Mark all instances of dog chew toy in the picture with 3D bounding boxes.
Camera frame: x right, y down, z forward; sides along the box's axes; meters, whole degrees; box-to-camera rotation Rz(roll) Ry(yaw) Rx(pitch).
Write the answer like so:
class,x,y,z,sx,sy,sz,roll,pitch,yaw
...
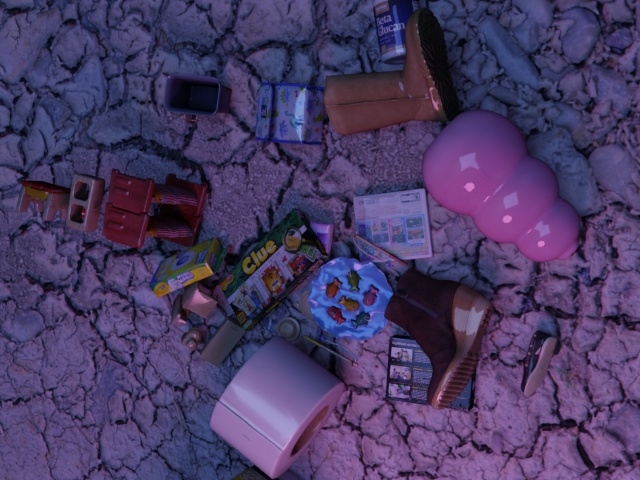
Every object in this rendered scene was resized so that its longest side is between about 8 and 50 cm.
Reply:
class,x,y,z,sx,sy,sz,roll,pitch,yaw
dog chew toy,0.351,-0.090,1.632,0.332,0.206,0.206,44,106,6

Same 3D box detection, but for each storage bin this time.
class,x,y,z,sx,sy,sz,roll,pitch,yaw
storage bin,-0.264,-0.312,1.908,0.135,0.091,0.098,9,96,21

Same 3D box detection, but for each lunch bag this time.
class,x,y,z,sx,sy,sz,roll,pitch,yaw
lunch bag,-0.074,-0.271,1.841,0.151,0.096,0.129,11,99,34

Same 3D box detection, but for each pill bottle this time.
class,x,y,z,sx,sy,sz,roll,pitch,yaw
pill bottle,0.156,-0.449,1.740,0.094,0.094,0.170,-10,89,21

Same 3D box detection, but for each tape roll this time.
class,x,y,z,sx,sy,sz,roll,pitch,yaw
tape roll,-0.087,0.345,1.788,0.169,0.246,0.246,35,104,15

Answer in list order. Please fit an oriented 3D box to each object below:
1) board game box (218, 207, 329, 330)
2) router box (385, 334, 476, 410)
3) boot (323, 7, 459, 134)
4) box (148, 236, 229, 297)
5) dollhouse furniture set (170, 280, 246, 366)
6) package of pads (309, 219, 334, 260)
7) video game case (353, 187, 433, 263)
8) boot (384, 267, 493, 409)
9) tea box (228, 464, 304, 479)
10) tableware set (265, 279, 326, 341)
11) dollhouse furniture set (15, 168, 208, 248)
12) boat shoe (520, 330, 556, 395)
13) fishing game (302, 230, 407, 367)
class,x,y,z,sx,sy,sz,roll,pitch,yaw
board game box,-0.106,0.065,1.871,0.259,0.030,0.136,-44,59,21
router box,0.227,0.270,1.769,0.178,0.046,0.133,5,93,20
boot,0.118,-0.321,1.692,0.269,0.089,0.236,1,119,37
box,-0.289,0.056,1.925,0.179,0.105,0.043,-21,117,19
dollhouse furniture set,-0.257,0.171,1.960,0.151,0.123,0.144,33,106,-19
package of pads,0.000,0.000,1.851,0.050,0.032,0.083,9,95,24
video game case,0.151,-0.029,1.801,0.157,0.019,0.143,-6,90,20
boot,0.215,0.192,1.724,0.206,0.090,0.249,20,82,36
tea box,-0.163,0.674,1.789,0.220,0.323,0.329,33,103,17
tableware set,-0.071,0.139,1.892,0.168,0.020,0.141,-42,79,16
dollhouse furniture set,-0.471,-0.098,1.947,0.374,0.201,0.152,15,98,26
boat shoe,0.422,0.242,1.697,0.042,0.049,0.133,31,112,45
fishing game,0.060,0.123,1.813,0.189,0.041,0.264,31,104,10
